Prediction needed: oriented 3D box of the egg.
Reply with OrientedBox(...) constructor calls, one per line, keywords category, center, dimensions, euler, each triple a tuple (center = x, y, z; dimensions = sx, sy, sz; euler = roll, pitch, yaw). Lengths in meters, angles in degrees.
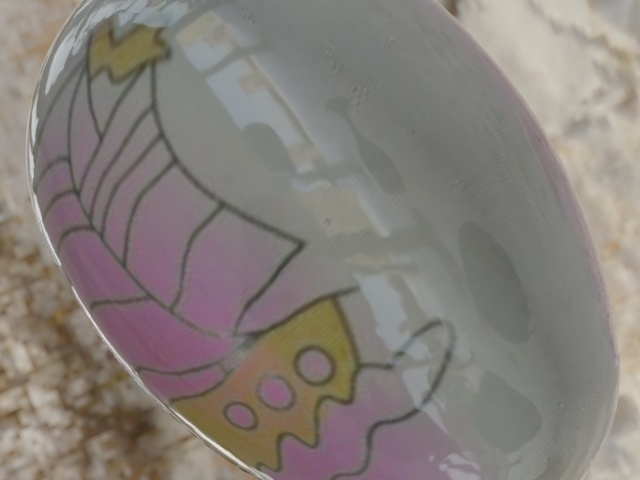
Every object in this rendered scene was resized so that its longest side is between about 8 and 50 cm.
OrientedBox(category="egg", center=(0.000, 0.000, 0.764), dimensions=(0.271, 0.196, 0.196), euler=(62, 162, 13))
